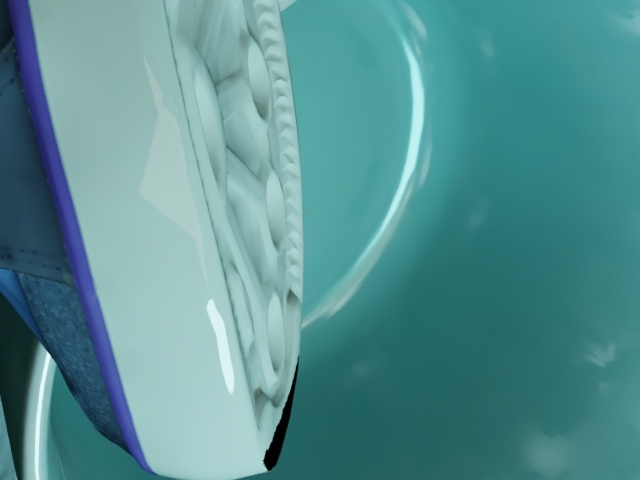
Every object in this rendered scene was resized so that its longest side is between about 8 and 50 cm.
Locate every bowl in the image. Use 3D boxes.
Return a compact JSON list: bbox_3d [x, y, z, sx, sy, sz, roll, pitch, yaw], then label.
[{"bbox_3d":[0.000,0.000,0.683,0.311,0.163,0.312,-18,125,-28],"label":"bowl"}]

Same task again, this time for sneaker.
[{"bbox_3d":[-0.147,-0.077,0.456,0.236,0.130,0.323,-10,111,12],"label":"sneaker"}]
